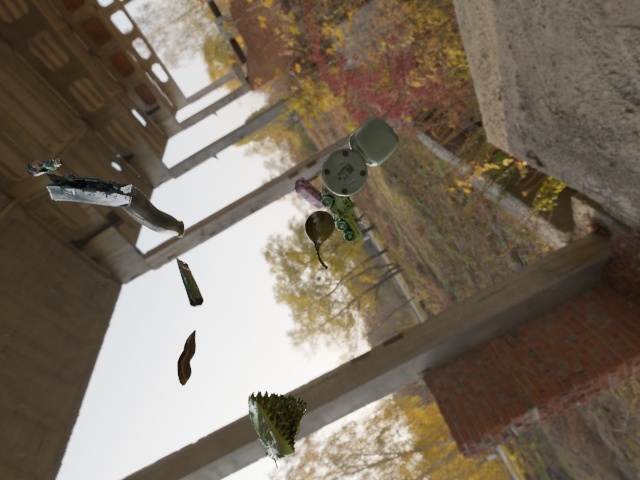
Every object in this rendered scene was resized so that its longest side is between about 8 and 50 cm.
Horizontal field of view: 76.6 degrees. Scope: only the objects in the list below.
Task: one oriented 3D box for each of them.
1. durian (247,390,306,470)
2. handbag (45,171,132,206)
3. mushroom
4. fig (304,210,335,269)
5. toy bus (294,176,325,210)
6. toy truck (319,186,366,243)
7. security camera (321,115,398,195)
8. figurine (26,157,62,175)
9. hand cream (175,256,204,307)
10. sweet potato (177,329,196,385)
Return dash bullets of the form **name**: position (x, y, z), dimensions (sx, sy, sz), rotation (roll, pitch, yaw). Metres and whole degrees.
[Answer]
- **durian**: position (-0.129, 0.495, 1.077), dimensions (0.356, 0.157, 0.170), rotation (107, 173, -55)
- **handbag**: position (-0.715, -0.157, 1.265), dimensions (0.179, 0.229, 0.062), rotation (-9, 78, 61)
- **mushroom**: position (-0.711, -0.116, 1.657), dimensions (0.351, 0.097, 0.110), rotation (41, -126, -34)
- **fig**: position (0.000, 0.000, 1.597), dimensions (0.124, 0.124, 0.237), rotation (39, -131, -78)
- **toy bus**: position (-0.043, -0.232, 2.049), dimensions (0.203, 0.063, 0.090), rotation (36, -141, -28)
- **toy truck**: position (0.101, -0.128, 1.716), dimensions (0.260, 0.135, 0.128), rotation (52, -171, -20)
- **security camera**: position (0.127, -0.280, 1.369), dimensions (0.157, 0.301, 0.080), rotation (45, 176, -13)
- **figurine**: position (-0.938, -0.254, 1.375), dimensions (0.047, 0.105, 0.060), rotation (85, 161, -46)
- **hand cream**: position (-0.519, 0.170, 1.609), dimensions (0.235, 0.055, 0.086), rotation (57, 180, 30)
- **sweet potato**: position (-0.531, 0.463, 1.608), dimensions (0.051, 0.065, 0.219), rotation (98, -179, -82)
